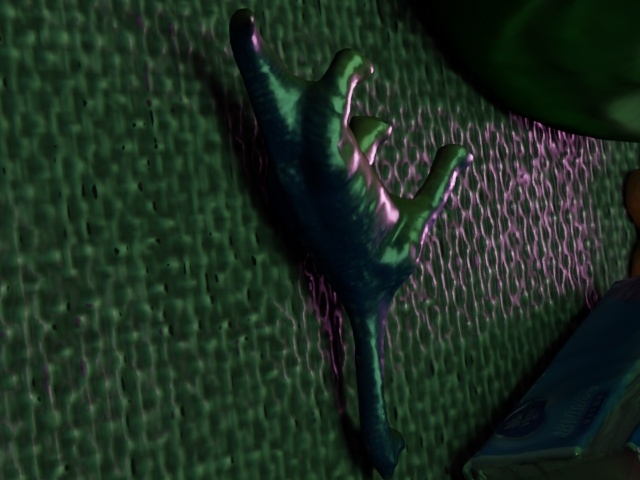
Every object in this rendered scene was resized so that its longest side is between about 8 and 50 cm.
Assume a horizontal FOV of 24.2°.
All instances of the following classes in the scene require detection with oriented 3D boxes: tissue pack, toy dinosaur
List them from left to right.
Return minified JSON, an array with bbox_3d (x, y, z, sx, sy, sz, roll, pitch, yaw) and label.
[{"bbox_3d":[0.000,0.000,0.797,0.247,0.075,0.188,41,59,-47],"label":"toy dinosaur"},{"bbox_3d":[0.232,0.157,0.994,0.263,0.146,0.198,-39,112,-48],"label":"tissue pack"}]

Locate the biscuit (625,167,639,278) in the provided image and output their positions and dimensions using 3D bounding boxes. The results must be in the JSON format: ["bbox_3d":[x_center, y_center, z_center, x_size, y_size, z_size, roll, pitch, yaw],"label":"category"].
[{"bbox_3d":[0.293,0.010,1.201,0.166,0.036,0.226,38,54,-43],"label":"biscuit"}]

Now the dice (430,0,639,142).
[{"bbox_3d":[0.244,-0.246,0.981,0.300,0.297,0.287,28,59,-46],"label":"dice"}]
